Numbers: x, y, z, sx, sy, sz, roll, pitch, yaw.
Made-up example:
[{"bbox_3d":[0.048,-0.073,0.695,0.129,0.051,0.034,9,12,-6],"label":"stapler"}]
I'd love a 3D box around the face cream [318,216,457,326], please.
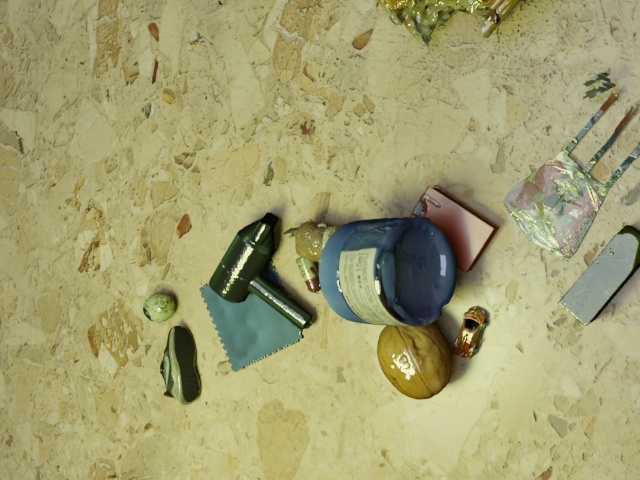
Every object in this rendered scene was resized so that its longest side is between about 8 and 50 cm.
[{"bbox_3d":[0.156,0.072,1.813,0.225,0.249,0.248,0,94,55],"label":"face cream"}]

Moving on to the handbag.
[{"bbox_3d":[0.302,-0.031,1.871,0.190,0.063,0.127,35,110,19],"label":"handbag"}]

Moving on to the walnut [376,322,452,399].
[{"bbox_3d":[0.220,0.272,1.881,0.167,0.167,0.207,-36,74,27],"label":"walnut"}]

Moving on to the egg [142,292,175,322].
[{"bbox_3d":[-0.468,0.195,2.312,0.110,0.085,0.085,-17,85,33],"label":"egg"}]

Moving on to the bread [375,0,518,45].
[{"bbox_3d":[0.317,-0.591,1.752,0.314,0.192,0.370,49,127,12],"label":"bread"}]

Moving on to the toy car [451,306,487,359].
[{"bbox_3d":[0.350,0.216,1.871,0.059,0.035,0.121,25,107,30],"label":"toy car"}]

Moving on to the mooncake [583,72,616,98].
[{"bbox_3d":[0.596,-0.475,1.678,0.150,0.057,0.346,-15,79,43],"label":"mooncake"}]

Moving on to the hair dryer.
[{"bbox_3d":[-0.116,0.094,2.093,0.302,0.116,0.244,37,110,11],"label":"hair dryer"}]

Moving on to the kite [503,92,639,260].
[{"bbox_3d":[0.565,-0.136,1.732,0.204,0.022,0.360,47,118,19],"label":"kite"}]

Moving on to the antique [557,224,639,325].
[{"bbox_3d":[0.606,0.071,1.686,0.080,0.081,0.220,42,113,20],"label":"antique"}]

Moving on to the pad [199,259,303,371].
[{"bbox_3d":[-0.194,0.198,2.197,0.269,0.012,0.269,-27,79,29],"label":"pad"}]

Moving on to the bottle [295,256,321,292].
[{"bbox_3d":[-0.027,0.088,2.073,0.047,0.063,0.101,-20,86,0],"label":"bottle"}]

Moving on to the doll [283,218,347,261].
[{"bbox_3d":[-0.006,-0.002,2.016,0.221,0.105,0.114,16,75,28],"label":"doll"}]

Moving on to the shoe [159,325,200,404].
[{"bbox_3d":[-0.418,0.360,2.294,0.112,0.099,0.227,-11,89,37],"label":"shoe"}]
